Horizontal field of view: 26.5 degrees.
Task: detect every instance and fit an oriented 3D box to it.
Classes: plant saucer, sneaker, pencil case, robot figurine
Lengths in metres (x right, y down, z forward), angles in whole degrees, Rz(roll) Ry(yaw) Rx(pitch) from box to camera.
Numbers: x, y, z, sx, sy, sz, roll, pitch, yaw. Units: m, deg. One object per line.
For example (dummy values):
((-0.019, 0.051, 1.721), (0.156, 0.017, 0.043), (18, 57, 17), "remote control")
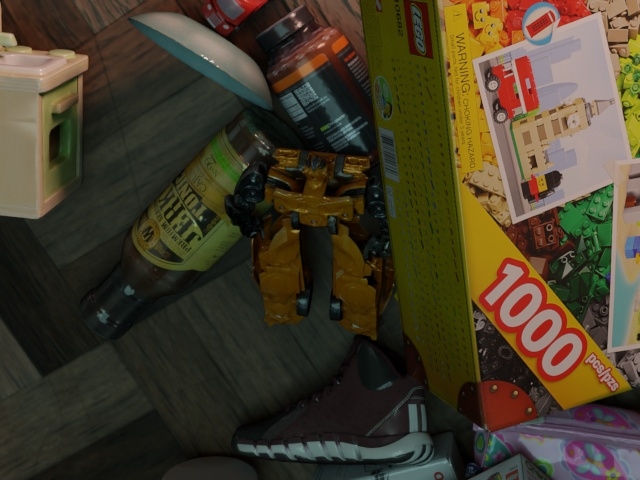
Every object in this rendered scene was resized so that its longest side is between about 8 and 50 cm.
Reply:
((-0.127, -0.214, 1.546), (0.195, 0.195, 0.037), (32, 90, -1), "plant saucer")
((0.017, 0.199, 1.710), (0.281, 0.106, 0.163), (-4, 78, 29), "sneaker")
((0.323, 0.252, 1.642), (0.284, 0.124, 0.124), (7, 109, 8), "pencil case")
((0.000, 0.000, 1.572), (0.211, 0.085, 0.291), (7, 139, 7), "robot figurine")

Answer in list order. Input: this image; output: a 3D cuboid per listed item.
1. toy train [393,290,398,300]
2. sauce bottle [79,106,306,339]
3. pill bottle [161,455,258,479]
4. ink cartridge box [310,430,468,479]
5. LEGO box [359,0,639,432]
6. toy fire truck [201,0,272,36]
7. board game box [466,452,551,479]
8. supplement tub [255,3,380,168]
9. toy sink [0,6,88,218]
((0.143, 0.020, 1.554), (0.046, 0.125, 0.166), (42, 148, 18), "toy train")
((-0.162, -0.010, 1.651), (0.111, 0.111, 0.344), (42, 110, -5), "sauce bottle")
((-0.138, 0.426, 1.771), (0.153, 0.153, 0.265), (2, 109, 10), "pill bottle")
((0.099, 0.340, 1.734), (0.190, 0.082, 0.140), (-17, 106, 14), "ink cartridge box")
((0.264, -0.102, 1.415), (0.372, 0.193, 0.500), (-14, 108, -18), "LEGO box")
((-0.039, -0.312, 1.513), (0.047, 0.192, 0.135), (48, 138, -6), "toy fire truck")
((0.179, 0.389, 1.661), (0.305, 0.053, 0.193), (-32, 121, 26), "board game box")
((0.008, -0.172, 1.568), (0.106, 0.106, 0.198), (-31, 100, 18), "supplement tub")
((-0.360, -0.162, 1.617), (0.131, 0.153, 0.234), (6, 108, 9), "toy sink")
